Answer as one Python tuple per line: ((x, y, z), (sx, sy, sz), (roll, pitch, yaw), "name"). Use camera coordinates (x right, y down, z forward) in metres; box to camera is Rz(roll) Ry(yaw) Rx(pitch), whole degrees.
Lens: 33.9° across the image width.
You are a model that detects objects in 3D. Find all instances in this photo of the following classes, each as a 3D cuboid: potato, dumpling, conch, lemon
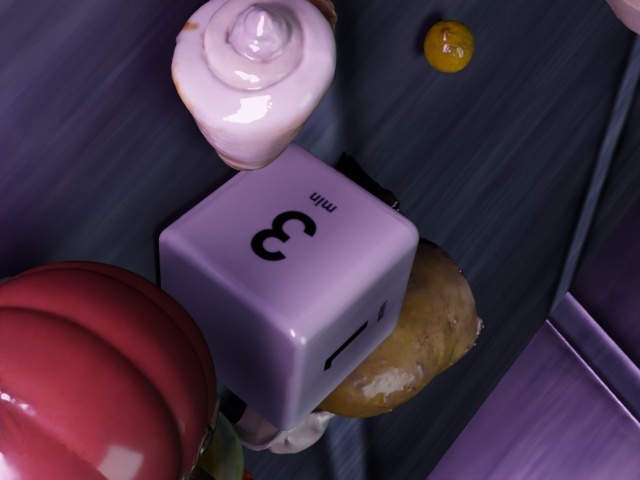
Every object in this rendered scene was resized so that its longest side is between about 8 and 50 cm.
((0.061, 0.131, 1.431), (0.266, 0.229, 0.229), (-31, 150, -53), "potato")
((-0.058, 0.252, 1.465), (0.134, 0.169, 0.099), (-28, 126, -57), "dumpling")
((-0.070, -0.137, 0.905), (0.255, 0.127, 0.158), (132, -27, -63), "conch")
((0.156, -0.234, 1.271), (0.062, 0.062, 0.083), (-53, 157, -3), "lemon")

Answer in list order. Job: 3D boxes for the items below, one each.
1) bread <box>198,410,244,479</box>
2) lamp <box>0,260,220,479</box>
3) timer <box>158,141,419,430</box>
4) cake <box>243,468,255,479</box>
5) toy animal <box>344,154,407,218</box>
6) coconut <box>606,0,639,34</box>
((-0.203, 0.243, 0.940), (0.301, 0.301, 0.045), (-48, 134, -16), "bread")
((-0.213, 0.158, 0.792), (0.303, 0.257, 0.303), (-56, -177, 4), "lamp")
((-0.037, 0.046, 1.109), (0.195, 0.192, 0.194), (-41, 156, -31), "timer")
((-0.174, 0.514, 1.444), (0.269, 0.270, 0.319), (-25, 146, -52), "cake")
((-0.004, 0.002, 1.263), (0.210, 0.121, 0.117), (-49, 141, 5), "toy animal")
((0.492, -0.416, 1.383), (0.323, 0.323, 0.323), (-44, 157, -24), "coconut")
